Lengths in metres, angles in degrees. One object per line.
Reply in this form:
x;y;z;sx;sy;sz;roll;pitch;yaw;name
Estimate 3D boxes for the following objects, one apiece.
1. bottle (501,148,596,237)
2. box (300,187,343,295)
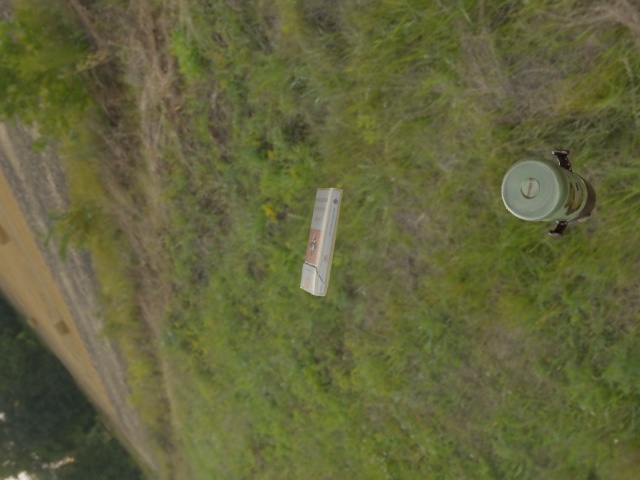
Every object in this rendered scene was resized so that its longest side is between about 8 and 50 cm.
0.181;-0.036;0.526;0.047;0.101;0.063;38;111;36;bottle
0.000;0.000;0.548;0.046;0.012;0.083;-168;88;-73;box
